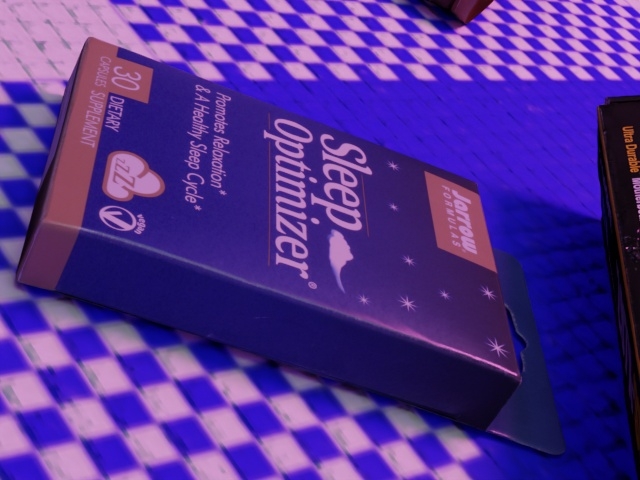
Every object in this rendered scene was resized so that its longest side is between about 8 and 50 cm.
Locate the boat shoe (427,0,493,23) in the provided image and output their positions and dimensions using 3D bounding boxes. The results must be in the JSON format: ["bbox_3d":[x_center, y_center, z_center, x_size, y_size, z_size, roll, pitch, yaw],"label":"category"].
[{"bbox_3d":[0.113,-0.208,0.871,0.073,0.073,0.207,37,32,9],"label":"boat shoe"}]

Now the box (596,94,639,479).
[{"bbox_3d":[0.252,0.034,0.523,0.257,0.079,0.322,-4,32,11],"label":"box"}]

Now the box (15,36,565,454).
[{"bbox_3d":[0.000,0.000,0.526,0.225,0.036,0.136,20,33,-16],"label":"box"}]
